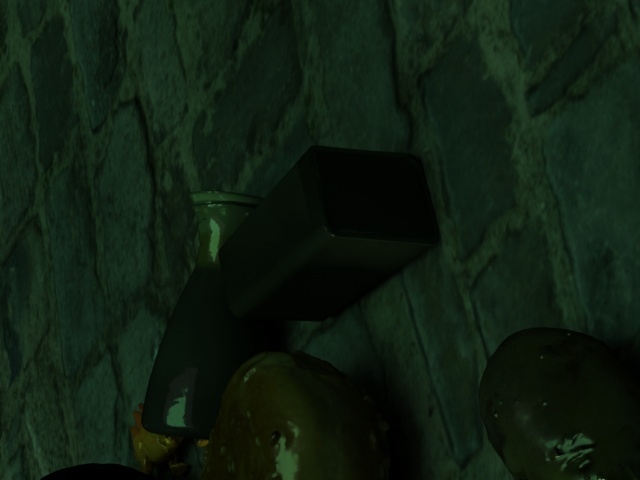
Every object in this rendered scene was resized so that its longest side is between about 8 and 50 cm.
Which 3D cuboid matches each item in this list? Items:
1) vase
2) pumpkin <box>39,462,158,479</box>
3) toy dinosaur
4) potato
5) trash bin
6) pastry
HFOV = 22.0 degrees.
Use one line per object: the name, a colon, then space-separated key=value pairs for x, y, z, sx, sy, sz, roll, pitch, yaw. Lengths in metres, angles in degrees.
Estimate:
vase: x=-0.133 y=0.101 z=2.165 sx=0.173 sy=0.173 sz=0.321 roll=-3 pitch=80 yaw=55
pumpkin: x=-0.297 y=0.456 z=2.297 sx=0.315 sy=0.238 sz=0.315 roll=10 pitch=108 yaw=33
toy dinosaur: x=-0.237 y=0.288 z=2.365 sx=0.288 sy=0.070 sz=0.117 roll=-53 pitch=48 yaw=41
potato: x=0.253 y=0.190 z=1.605 sx=0.165 sy=0.165 sz=0.262 roll=-54 pitch=46 yaw=37
trash bin: x=0.000 y=0.000 z=1.978 sx=0.240 sy=0.164 sz=0.122 roll=-41 pitch=54 yaw=46
pastry: x=-0.021 y=0.285 z=1.957 sx=0.284 sy=0.184 sz=0.315 roll=-122 pitch=41 yaw=-51
